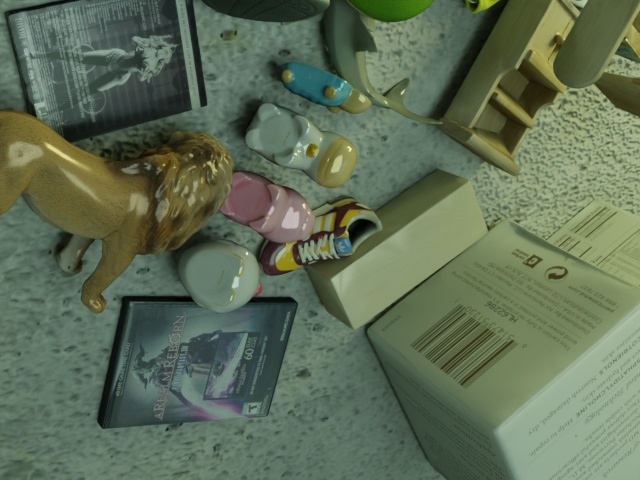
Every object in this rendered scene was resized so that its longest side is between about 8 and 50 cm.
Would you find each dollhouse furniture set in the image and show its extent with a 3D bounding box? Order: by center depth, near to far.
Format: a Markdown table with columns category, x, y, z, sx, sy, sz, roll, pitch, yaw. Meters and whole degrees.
| category | x | y | z | sx | sy | sz | roll | pitch | yaw |
| --- | --- | --- | --- | --- | --- | --- | --- | --- | --- |
| dollhouse furniture set | 0.406 | -0.175 | 1.332 | 0.362 | 0.394 | 0.256 | 22 | 99 | -51 |

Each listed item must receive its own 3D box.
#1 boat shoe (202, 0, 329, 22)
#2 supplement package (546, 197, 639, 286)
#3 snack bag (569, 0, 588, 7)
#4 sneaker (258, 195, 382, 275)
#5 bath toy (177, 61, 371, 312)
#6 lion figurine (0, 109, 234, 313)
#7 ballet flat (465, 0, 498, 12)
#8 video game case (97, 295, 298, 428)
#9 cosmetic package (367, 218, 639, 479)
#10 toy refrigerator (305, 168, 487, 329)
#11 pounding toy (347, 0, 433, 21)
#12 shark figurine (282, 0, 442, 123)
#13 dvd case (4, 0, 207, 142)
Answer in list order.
| category | x | y | z | sx | sy | sz | roll | pitch | yaw |
| --- | --- | --- | --- | --- | --- | --- | --- | --- | --- |
| boat shoe | -0.123 | -0.339 | 1.083 | 0.320 | 0.118 | 0.103 | 13 | 76 | -31 |
| supplement package | 0.536 | 0.094 | 1.658 | 0.198 | 0.262 | 0.199 | -38 | 129 | -15 |
| snack bag | 0.422 | -0.532 | 1.418 | 0.323 | 0.037 | 0.343 | 12 | 105 | -38 |
| sneaker | 0.000 | 0.000 | 1.354 | 0.185 | 0.084 | 0.070 | -33 | 127 | -18 |
| bath toy | -0.061 | -0.060 | 1.264 | 0.151 | 0.129 | 0.348 | 30 | 93 | 4 |
| lion figurine | -0.288 | -0.061 | 1.073 | 0.392 | 0.142 | 0.240 | 19 | 116 | -48 |
| ballet flat | 0.184 | -0.399 | 1.296 | 0.077 | 0.077 | 0.231 | -42 | 133 | 7 |
| video game case | -0.172 | 0.174 | 1.360 | 0.274 | 0.026 | 0.196 | 3 | 111 | -37 |
| cosmetic package | 0.342 | 0.248 | 1.557 | 0.327 | 0.329 | 0.394 | -37 | 129 | -15 |
| toy refrigerator | 0.115 | 0.009 | 1.437 | 0.269 | 0.094 | 0.102 | -35 | 121 | -17 |
| pounding toy | 0.086 | -0.383 | 1.146 | 0.237 | 0.110 | 0.183 | 30 | 73 | -27 |
| shark figurine | 0.062 | -0.251 | 1.257 | 0.166 | 0.116 | 0.278 | -32 | 125 | -17 |
| dvd case | -0.246 | -0.212 | 1.120 | 0.221 | 0.018 | 0.165 | -20 | 121 | -25 |
